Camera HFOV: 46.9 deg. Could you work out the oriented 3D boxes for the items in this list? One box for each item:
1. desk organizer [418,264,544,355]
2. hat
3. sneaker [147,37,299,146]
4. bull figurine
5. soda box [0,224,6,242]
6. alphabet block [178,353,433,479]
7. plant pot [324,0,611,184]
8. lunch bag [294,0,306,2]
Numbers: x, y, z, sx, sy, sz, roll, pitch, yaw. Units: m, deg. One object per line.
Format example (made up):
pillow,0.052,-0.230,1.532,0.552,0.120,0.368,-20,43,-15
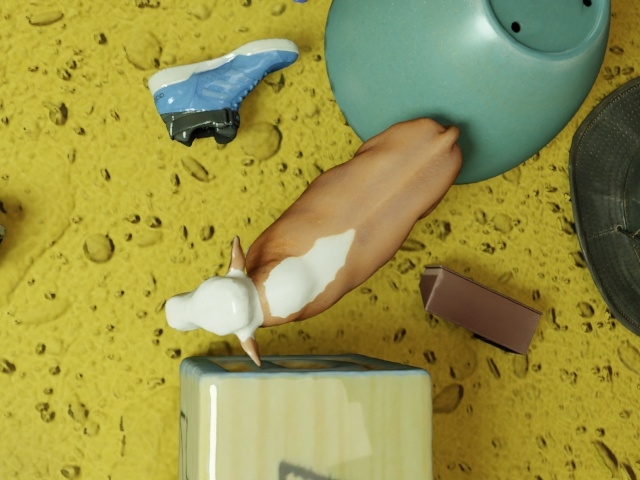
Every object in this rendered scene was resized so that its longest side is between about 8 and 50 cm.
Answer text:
desk organizer,0.166,0.075,0.790,0.130,0.047,0.050,25,81,-13
hat,0.444,-0.042,0.838,0.332,0.134,0.331,1,85,-16
sneaker,-0.084,-0.140,0.726,0.152,0.058,0.084,-19,85,-13
bull figurine,0.000,0.000,0.673,0.310,0.188,0.101,-36,95,-16
soda box,-0.366,-0.020,0.634,0.169,0.060,0.053,23,81,-14
alphabet block,-0.023,0.205,0.650,0.194,0.192,0.197,2,86,-14
plant pot,0.169,-0.214,0.738,0.290,0.195,0.290,1,85,-16
lunch bag,-0.047,-0.312,0.717,0.151,0.129,0.096,46,76,-10
